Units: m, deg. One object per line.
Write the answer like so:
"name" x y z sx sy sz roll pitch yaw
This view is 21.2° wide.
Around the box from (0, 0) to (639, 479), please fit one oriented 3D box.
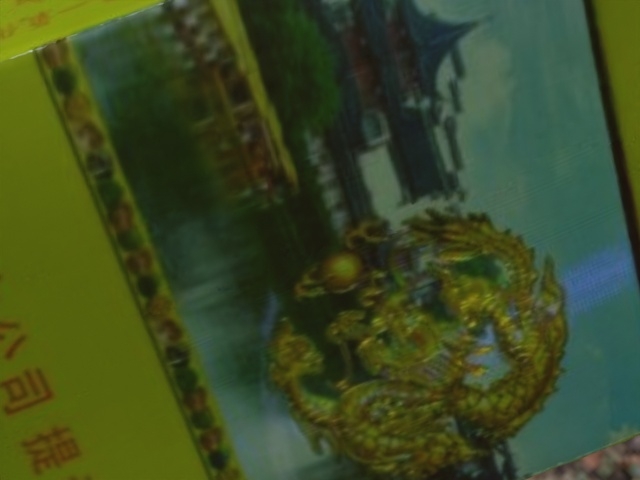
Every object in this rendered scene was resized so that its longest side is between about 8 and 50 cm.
"box" 0.000 0.000 0.455 0.047 0.335 0.187 -116 -173 -56
